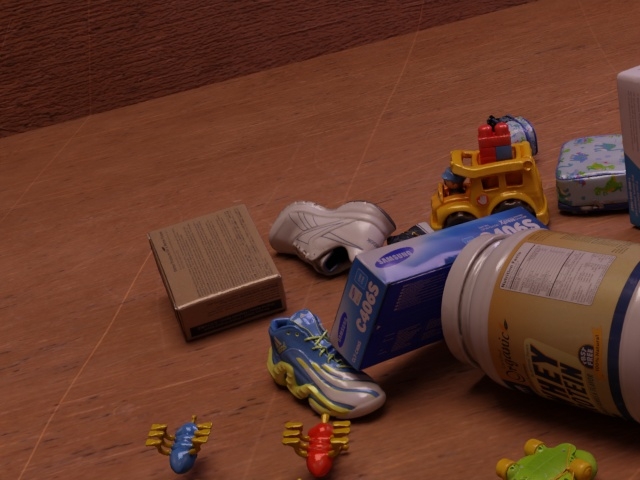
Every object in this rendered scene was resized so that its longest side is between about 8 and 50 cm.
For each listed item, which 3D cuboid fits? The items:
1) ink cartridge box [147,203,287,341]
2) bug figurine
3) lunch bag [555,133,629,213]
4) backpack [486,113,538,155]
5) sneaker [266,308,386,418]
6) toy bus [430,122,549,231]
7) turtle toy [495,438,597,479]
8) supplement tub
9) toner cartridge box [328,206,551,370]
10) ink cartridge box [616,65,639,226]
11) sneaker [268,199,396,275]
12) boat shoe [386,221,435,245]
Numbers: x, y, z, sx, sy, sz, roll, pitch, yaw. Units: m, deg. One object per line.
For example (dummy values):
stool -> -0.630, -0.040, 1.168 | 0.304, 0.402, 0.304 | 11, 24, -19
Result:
ink cartridge box -> -0.188, 0.053, 1.945 | 0.193, 0.088, 0.235 | -18, 41, -10
bug figurine -> -0.100, 0.304, 1.410 | 0.279, 0.072, 0.216 | -2, 31, 14
lunch bag -> 0.544, -0.130, 2.062 | 0.176, 0.090, 0.219 | -5, 24, 20
backpack -> 0.414, -0.209, 2.297 | 0.084, 0.105, 0.114 | -16, 28, -5
sneaker -> -0.006, 0.176, 1.588 | 0.091, 0.126, 0.240 | -30, 28, -35
toy bus -> 0.300, -0.114, 2.000 | 0.220, 0.211, 0.149 | -9, 24, 12
turtle toy -> 0.276, 0.281, 1.273 | 0.130, 0.066, 0.095 | -26, 26, -30
supplement tub -> 0.343, 0.105, 1.439 | 0.316, 0.228, 0.228 | 10, 32, 44
toner cartridge box -> 0.182, 0.066, 1.603 | 0.348, 0.165, 0.075 | -15, 44, -37
ink cartridge box -> 0.679, -0.127, 1.732 | 0.166, 0.285, 0.395 | -21, 25, -20
sneaker -> 0.000, 0.000, 2.024 | 0.297, 0.111, 0.129 | -5, 49, 47
boat shoe -> 0.181, 0.022, 1.942 | 0.083, 0.065, 0.183 | -22, 18, -7
